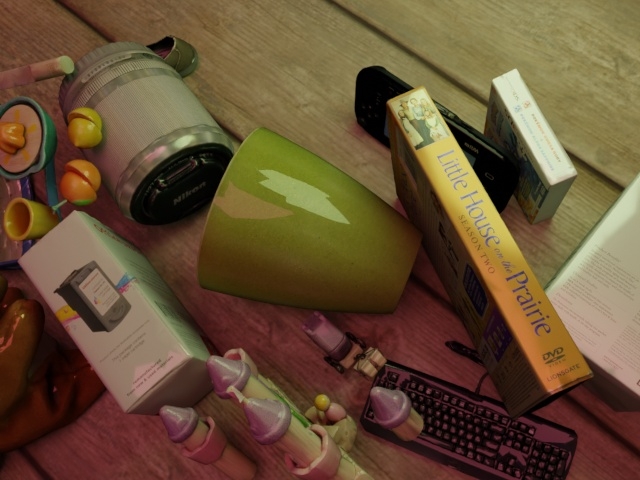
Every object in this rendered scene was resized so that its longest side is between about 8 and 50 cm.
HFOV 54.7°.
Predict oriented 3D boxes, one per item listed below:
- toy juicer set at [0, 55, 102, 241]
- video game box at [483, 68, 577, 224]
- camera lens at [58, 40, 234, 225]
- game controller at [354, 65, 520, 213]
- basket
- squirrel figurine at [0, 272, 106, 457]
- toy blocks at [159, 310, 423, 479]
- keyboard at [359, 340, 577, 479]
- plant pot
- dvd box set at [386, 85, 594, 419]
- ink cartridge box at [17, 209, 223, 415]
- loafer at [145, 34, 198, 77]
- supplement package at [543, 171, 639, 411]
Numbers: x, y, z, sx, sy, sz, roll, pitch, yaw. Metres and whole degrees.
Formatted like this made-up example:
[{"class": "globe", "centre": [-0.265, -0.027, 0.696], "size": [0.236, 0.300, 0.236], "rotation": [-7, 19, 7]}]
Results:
[{"class": "toy juicer set", "centre": [-0.450, -0.179, 0.981], "size": [0.209, 0.089, 0.329], "rotation": [-26, 75, 23]}, {"class": "video game box", "centre": [0.320, -0.138, 0.973], "size": [0.048, 0.205, 0.187], "rotation": [-22, 72, 5]}, {"class": "camera lens", "centre": [-0.300, -0.181, 1.081], "size": [0.219, 0.219, 0.274], "rotation": [-38, 72, -2]}, {"class": "game controller", "centre": [0.184, -0.165, 1.024], "size": [0.319, 0.166, 0.067], "rotation": [38, 80, 17]}, {"class": "basket", "centre": [-0.587, -0.059, 1.106], "size": [0.289, 0.201, 0.254], "rotation": [-16, 73, 14]}, {"class": "squirrel figurine", "centre": [-0.584, 0.233, 0.936], "size": [0.281, 0.370, 0.397], "rotation": [35, 83, 16]}, {"class": "toy blocks", "centre": [-0.063, 0.214, 0.845], "size": [0.309, 0.260, 0.288], "rotation": [-48, 28, -11]}, {"class": "keyboard", "centre": [0.239, 0.259, 0.969], "size": [0.317, 0.033, 0.201], "rotation": [19, 78, 13]}, {"class": "plant pot", "centre": [0.000, 0.000, 0.976], "size": [0.294, 0.275, 0.274], "rotation": [21, 79, 5]}, {"class": "dvd box set", "centre": [0.213, 0.033, 0.874], "size": [0.062, 0.307, 0.420], "rotation": [-24, 66, 0]}, {"class": "ink cartridge box", "centre": [-0.303, 0.125, 0.995], "size": [0.131, 0.226, 0.306], "rotation": [-43, 71, -5]}, {"class": "loafer", "centre": [-0.368, -0.338, 1.205], "size": [0.251, 0.087, 0.094], "rotation": [-24, 72, 2]}, {"class": "supplement package", "centre": [0.447, 0.081, 0.894], "size": [0.199, 0.198, 0.262], "rotation": [39, 84, 17]}]
